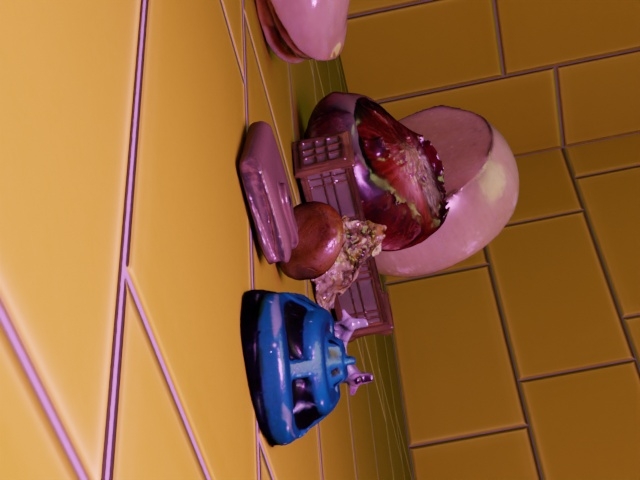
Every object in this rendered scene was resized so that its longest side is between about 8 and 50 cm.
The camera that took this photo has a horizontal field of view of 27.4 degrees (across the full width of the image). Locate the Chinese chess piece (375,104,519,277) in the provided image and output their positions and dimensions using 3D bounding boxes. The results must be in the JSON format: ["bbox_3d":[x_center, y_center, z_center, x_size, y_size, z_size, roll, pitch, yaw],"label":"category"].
[{"bbox_3d":[0.176,-0.088,2.282,0.338,0.338,0.141,-95,161,-54],"label":"Chinese chess piece"}]

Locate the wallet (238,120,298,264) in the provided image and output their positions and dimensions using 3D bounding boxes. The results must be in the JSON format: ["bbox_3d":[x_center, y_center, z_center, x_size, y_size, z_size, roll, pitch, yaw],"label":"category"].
[{"bbox_3d":[-0.049,-0.048,1.298,0.153,0.038,0.118,-93,169,-68],"label":"wallet"}]

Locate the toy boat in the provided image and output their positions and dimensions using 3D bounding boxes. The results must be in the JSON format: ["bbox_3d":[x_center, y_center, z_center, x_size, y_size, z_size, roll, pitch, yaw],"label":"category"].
[{"bbox_3d":[-0.004,0.104,1.186,0.299,0.092,0.134,10,72,-86],"label":"toy boat"}]

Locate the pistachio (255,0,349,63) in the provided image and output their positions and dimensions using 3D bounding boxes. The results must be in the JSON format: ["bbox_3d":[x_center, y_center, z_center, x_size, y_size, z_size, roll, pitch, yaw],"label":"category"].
[{"bbox_3d":[-0.027,-0.342,1.724,0.144,0.143,0.215,-65,149,-82],"label":"pistachio"}]

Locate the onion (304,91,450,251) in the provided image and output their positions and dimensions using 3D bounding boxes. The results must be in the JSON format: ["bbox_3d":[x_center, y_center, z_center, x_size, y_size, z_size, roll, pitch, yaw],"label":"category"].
[{"bbox_3d":[0.062,-0.096,2.043,0.272,0.195,0.272,35,34,-29],"label":"onion"}]

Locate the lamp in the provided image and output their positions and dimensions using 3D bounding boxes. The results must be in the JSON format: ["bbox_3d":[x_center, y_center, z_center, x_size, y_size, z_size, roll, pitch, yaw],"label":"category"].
[{"bbox_3d":[0.035,0.000,1.897,0.089,0.090,0.325,-96,174,-52],"label":"lamp"}]

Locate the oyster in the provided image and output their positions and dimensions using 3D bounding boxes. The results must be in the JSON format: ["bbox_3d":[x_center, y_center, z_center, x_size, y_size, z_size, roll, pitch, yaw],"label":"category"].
[{"bbox_3d":[0.031,0.018,1.775,0.108,0.053,0.166,61,43,-28],"label":"oyster"}]

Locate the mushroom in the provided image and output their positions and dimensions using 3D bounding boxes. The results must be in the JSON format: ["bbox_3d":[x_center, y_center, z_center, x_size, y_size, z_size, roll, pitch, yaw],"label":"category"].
[{"bbox_3d":[-0.011,-0.004,1.405,0.129,0.072,0.088,-60,171,-76],"label":"mushroom"}]
